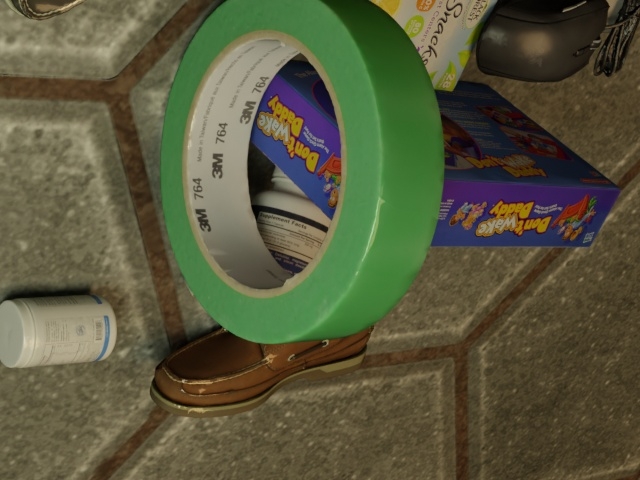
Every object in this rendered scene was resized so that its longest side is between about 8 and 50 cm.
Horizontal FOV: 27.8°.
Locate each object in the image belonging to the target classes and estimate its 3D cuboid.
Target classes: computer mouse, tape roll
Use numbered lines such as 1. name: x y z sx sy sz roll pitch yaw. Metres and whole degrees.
1. computer mouse: 0.290 -0.249 1.395 0.262 0.060 0.184 -6 128 -42
2. tape roll: -0.027 -0.068 1.170 0.077 0.321 0.321 0 124 -41

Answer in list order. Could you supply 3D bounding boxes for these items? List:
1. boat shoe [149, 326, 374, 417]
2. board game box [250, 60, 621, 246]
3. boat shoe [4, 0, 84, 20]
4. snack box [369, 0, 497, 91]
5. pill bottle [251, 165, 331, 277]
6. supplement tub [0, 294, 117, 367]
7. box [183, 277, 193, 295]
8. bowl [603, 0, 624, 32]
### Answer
1. boat shoe: -0.064 0.112 1.484 0.307 0.111 0.104 -16 131 -44
2. board game box: 0.115 -0.089 1.345 0.347 0.233 0.078 0 124 -41
3. boat shoe: -0.168 -0.262 1.074 0.228 0.068 0.081 -43 141 -1
4. snack box: 0.102 -0.262 1.308 0.174 0.070 0.207 2 125 -43
5. pill bottle: -0.037 0.005 1.333 0.094 0.094 0.169 30 75 -50
6. supplement tub: -0.267 0.091 1.306 0.107 0.071 0.071 -1 125 -39
7. box: 0.000 0.000 1.460 0.324 0.063 0.067 -17 135 -30
8. bowl: 0.325 -0.302 1.479 0.142 0.053 0.142 6 120 -42
